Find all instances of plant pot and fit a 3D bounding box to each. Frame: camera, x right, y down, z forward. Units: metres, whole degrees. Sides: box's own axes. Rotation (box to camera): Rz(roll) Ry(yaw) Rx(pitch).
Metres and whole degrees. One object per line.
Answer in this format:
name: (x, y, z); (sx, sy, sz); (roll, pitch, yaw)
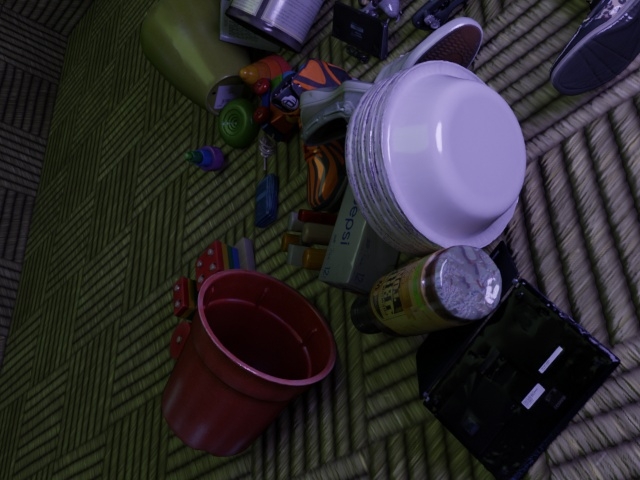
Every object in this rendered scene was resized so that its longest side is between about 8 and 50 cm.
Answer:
plant pot: (-0.151, 0.241, 1.490); (0.265, 0.272, 0.272); (-57, 33, 30)
plant pot: (-0.294, -0.470, 2.133); (0.275, 0.274, 0.293); (-50, 54, 25)

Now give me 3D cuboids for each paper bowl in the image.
paper bowl: (0.186, -0.121, 1.177); (0.148, 0.284, 0.284); (-10, 63, 52)

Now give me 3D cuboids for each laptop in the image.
laptop: (0.262, 0.165, 1.147); (0.264, 0.136, 0.234); (44, 110, 29)

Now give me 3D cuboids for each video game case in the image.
video game case: (-0.182, -0.554, 2.084); (0.019, 0.157, 0.143); (120, 152, -50)

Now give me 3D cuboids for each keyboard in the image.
keyboard: (0.083, -0.434, 1.709); (0.180, 0.023, 0.108); (39, 136, 44)

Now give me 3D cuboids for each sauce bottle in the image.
sauce bottle: (0.139, 0.092, 1.223); (0.344, 0.111, 0.111); (146, 137, -65)

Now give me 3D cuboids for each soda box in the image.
soda box: (0.096, -0.047, 1.438); (0.098, 0.091, 0.286); (2, 73, 57)

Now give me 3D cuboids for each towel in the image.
towel: (-0.126, -0.091, 1.838); (0.067, 0.029, 0.119); (-33, 46, 42)

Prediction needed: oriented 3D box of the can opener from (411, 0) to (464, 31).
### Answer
can opener: (0.244, -0.455, 1.501); (0.186, 0.059, 0.073); (-34, 45, 41)

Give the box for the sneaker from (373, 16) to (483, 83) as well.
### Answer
sneaker: (0.171, -0.320, 1.481); (0.290, 0.106, 0.123); (-43, 43, 35)

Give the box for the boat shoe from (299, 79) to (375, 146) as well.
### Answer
boat shoe: (0.060, -0.222, 1.436); (0.320, 0.118, 0.103); (8, 93, 56)

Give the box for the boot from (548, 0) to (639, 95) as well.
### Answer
boot: (0.405, -0.336, 1.180); (0.236, 0.085, 0.179); (-46, 36, 19)

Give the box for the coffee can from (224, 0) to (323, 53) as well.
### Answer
coffee can: (-0.078, -0.618, 1.930); (0.275, 0.201, 0.201); (-62, 33, 6)

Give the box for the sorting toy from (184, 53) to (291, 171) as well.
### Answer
sorting toy: (-0.223, -0.312, 1.989); (0.365, 0.126, 0.127); (-48, 65, 27)

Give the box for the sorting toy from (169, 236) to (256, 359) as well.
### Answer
sorting toy: (-0.251, 0.152, 1.816); (0.257, 0.089, 0.255); (-44, 40, 31)

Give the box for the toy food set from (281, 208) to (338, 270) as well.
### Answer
toy food set: (0.000, 0.000, 1.575); (0.232, 0.104, 0.111); (-165, 83, -75)

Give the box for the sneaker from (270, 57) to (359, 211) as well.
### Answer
sneaker: (-0.026, -0.225, 1.637); (0.124, 0.180, 0.321); (-22, 54, 48)

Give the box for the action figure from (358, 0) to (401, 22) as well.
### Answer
action figure: (0.136, -0.580, 1.702); (0.185, 0.099, 0.285); (-26, 64, 37)

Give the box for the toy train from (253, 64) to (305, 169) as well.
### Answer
toy train: (-0.068, -0.280, 1.818); (0.143, 0.105, 0.248); (-24, 51, 30)
